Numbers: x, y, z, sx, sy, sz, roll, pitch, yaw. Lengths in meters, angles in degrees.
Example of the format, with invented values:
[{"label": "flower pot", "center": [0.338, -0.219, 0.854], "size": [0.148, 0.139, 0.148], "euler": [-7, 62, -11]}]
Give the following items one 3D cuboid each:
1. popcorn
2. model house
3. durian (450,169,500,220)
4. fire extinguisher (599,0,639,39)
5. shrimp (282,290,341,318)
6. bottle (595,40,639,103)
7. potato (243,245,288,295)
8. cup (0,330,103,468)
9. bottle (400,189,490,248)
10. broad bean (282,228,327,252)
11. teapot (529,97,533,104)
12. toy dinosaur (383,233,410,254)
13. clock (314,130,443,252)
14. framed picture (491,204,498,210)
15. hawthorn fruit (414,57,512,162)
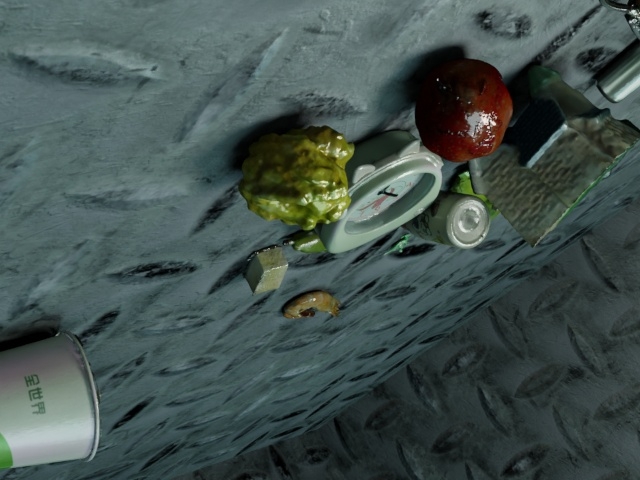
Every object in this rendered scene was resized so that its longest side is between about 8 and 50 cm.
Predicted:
[{"label": "popcorn", "center": [-0.040, -0.108, 1.515], "size": [0.198, 0.155, 0.197], "euler": [-1, 157, 0]}, {"label": "model house", "center": [0.460, -0.191, 1.889], "size": [0.298, 0.284, 0.243], "euler": [-52, 170, 33]}, {"label": "durian", "center": [0.390, -0.112, 2.233], "size": [0.139, 0.101, 0.250], "euler": [-26, 155, -9]}, {"label": "fire extinguisher", "center": [0.632, -0.512, 1.610], "size": [0.200, 0.113, 0.376], "euler": [24, 137, -14]}, {"label": "shrimp", "center": [-0.019, 0.184, 2.459], "size": [0.133, 0.053, 0.236], "euler": [-39, 157, 17]}, {"label": "bottle", "center": [0.728, -0.412, 2.021], "size": [0.254, 0.079, 0.096], "euler": [-43, -164, 34]}, {"label": "potato", "center": [-0.119, 0.065, 1.985], "size": [0.086, 0.061, 0.122], "euler": [-19, 158, -26]}, {"label": "cup", "center": [-0.569, 0.310, 1.669], "size": [0.274, 0.253, 0.253], "euler": [-8, 152, -35]}, {"label": "bottle", "center": [0.252, -0.054, 2.015], "size": [0.120, 0.120, 0.253], "euler": [-22, -163, -25]}, {"label": "broad bean", "center": [0.000, 0.000, 2.015], "size": [0.214, 0.048, 0.070], "euler": [-10, 156, -46]}, {"label": "teapot", "center": [0.495, -0.306, 1.972], "size": [0.057, 0.066, 0.088], "euler": [-62, 170, 28]}, {"label": "toy dinosaur", "center": [0.206, 0.011, 2.404], "size": [0.083, 0.021, 0.062], "euler": [-26, 155, -24]}, {"label": "clock", "center": [0.114, -0.110, 1.810], "size": [0.265, 0.108, 0.324], "euler": [-25, 160, -12]}, {"label": "framed picture", "center": [0.533, -0.190, 2.218], "size": [0.290, 0.020, 0.211], "euler": [-14, 125, -42]}, {"label": "hawthorn fruit", "center": [0.242, -0.232, 1.588], "size": [0.181, 0.181, 0.235], "euler": [-34, 161, 11]}]
